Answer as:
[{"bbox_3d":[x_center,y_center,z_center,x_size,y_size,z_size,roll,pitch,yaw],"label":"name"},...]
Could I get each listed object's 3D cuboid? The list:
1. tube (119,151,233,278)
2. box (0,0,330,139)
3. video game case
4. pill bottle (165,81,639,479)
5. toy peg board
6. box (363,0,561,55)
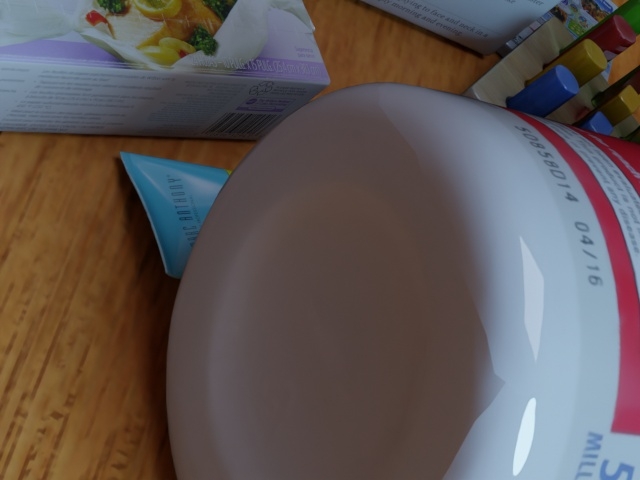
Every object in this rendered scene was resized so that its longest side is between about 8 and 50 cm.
[{"bbox_3d":[0.000,0.000,0.858,0.207,0.052,0.080,8,36,-35],"label":"tube"},{"bbox_3d":[-0.137,-0.090,0.775,0.324,0.067,0.063,-2,64,-42],"label":"box"},{"bbox_3d":[0.156,-0.137,1.119,0.087,0.011,0.122,38,44,-16],"label":"video game case"},{"bbox_3d":[0.152,0.073,0.807,0.407,0.229,0.229,10,57,-38],"label":"pill bottle"},{"bbox_3d":[0.181,-0.062,1.005,0.161,0.079,0.160,52,33,-2],"label":"toy peg board"},{"bbox_3d":[0.062,-0.235,1.017,0.181,0.119,0.182,19,52,-34],"label":"box"}]
